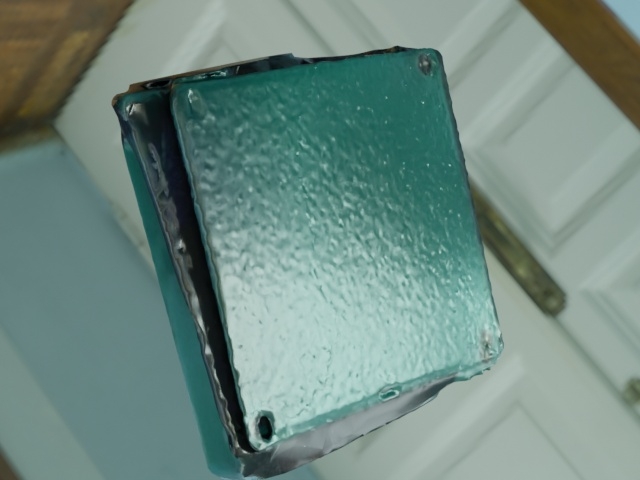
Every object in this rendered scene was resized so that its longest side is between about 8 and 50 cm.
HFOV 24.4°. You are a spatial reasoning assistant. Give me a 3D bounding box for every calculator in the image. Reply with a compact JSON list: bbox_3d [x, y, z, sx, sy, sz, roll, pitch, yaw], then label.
[{"bbox_3d":[0.000,0.000,0.956,0.058,0.248,0.274,-9,-173,46],"label":"calculator"}]
